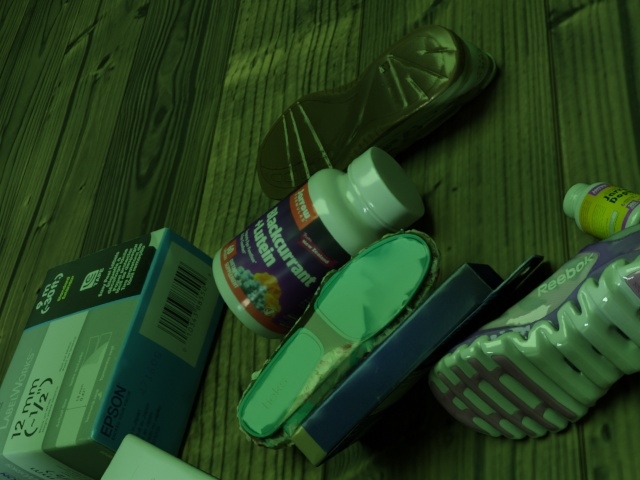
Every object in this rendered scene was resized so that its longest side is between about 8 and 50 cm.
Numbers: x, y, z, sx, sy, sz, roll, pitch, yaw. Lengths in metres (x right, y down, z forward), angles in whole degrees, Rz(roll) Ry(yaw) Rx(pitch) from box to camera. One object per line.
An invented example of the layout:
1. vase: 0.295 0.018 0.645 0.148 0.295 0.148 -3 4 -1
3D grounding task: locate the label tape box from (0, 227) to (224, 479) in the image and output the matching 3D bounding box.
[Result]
1. label tape box: -0.278 0.149 1.217 0.347 0.115 0.249 -15 48 40

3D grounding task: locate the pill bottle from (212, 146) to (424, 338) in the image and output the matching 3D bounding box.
1. pill bottle: 0.000 0.000 1.025 0.193 0.108 0.108 -38 36 21

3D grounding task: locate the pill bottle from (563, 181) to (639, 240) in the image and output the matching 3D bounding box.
1. pill bottle: 0.226 -0.020 0.833 0.043 0.043 0.083 -55 34 -4

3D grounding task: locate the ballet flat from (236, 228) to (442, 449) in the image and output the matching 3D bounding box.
1. ballet flat: 0.020 0.087 0.949 0.241 0.077 0.091 -46 60 9

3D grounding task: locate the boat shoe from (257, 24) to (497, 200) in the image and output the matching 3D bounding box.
1. boat shoe: 0.051 -0.115 1.108 0.285 0.089 0.105 -26 67 37

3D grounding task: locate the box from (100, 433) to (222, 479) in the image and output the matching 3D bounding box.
1. box: -0.049 0.302 0.755 0.345 0.168 0.215 10 68 52

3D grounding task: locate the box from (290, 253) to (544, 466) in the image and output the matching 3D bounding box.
1. box: 0.081 0.080 0.848 0.225 0.136 0.036 -44 78 10

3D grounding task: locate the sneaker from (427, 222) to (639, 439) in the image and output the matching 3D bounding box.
1. sneaker: 0.181 0.059 0.781 0.236 0.095 0.105 -35 20 35
